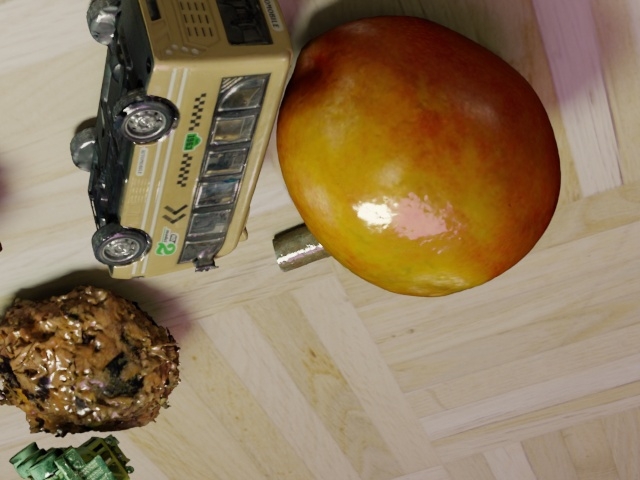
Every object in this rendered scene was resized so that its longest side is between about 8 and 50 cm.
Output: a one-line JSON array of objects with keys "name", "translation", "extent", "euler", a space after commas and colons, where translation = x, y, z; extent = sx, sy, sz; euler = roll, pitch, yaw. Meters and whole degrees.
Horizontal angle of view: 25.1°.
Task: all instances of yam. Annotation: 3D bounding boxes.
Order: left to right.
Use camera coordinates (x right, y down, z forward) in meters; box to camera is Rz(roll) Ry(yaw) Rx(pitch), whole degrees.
[{"name": "yam", "translation": [0.000, 0.000, 1.895], "extent": [0.132, 0.054, 0.054], "euler": [-20, 144, 13]}]

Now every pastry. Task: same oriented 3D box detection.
[{"name": "pastry", "translation": [-0.320, 0.183, 1.936], "extent": [0.274, 0.193, 0.275], "euler": [-9, 146, -6]}]

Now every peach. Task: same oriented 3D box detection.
[{"name": "peach", "translation": [0.101, -0.098, 1.588], "extent": [0.332, 0.308, 0.308], "euler": [43, 122, -17]}]

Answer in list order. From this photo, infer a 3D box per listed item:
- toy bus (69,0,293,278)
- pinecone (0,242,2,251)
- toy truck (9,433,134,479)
[{"name": "toy bus", "translation": [-0.155, -0.121, 1.577], "extent": [0.201, 0.177, 0.365], "euler": [-4, 143, -20]}, {"name": "pinecone", "translation": [-0.484, 0.033, 1.638], "extent": [0.264, 0.264, 0.264], "euler": [-8, 145, -5]}, {"name": "toy truck", "translation": [-0.317, 0.307, 1.914], "extent": [0.135, 0.128, 0.259], "euler": [-36, -176, -16]}]
